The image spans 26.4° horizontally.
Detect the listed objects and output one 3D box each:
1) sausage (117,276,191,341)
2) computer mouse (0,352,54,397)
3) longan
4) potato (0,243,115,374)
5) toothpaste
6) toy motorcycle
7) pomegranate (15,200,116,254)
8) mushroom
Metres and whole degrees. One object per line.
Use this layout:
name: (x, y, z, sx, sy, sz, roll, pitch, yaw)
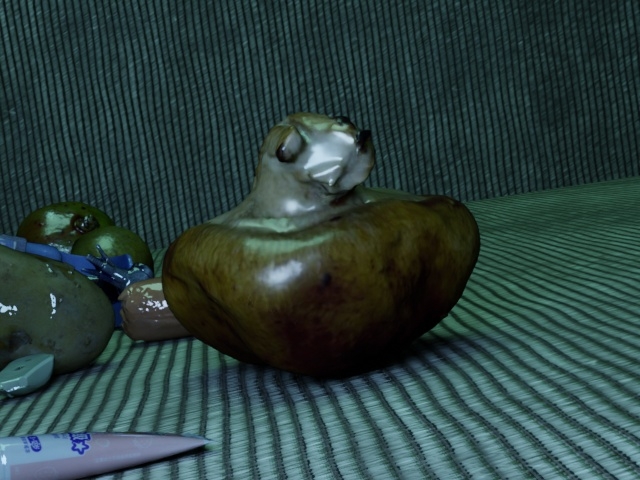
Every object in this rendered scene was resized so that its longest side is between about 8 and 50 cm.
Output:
sausage: (-0.121, 0.076, 1.794, 0.289, 0.086, 0.086, -8, 4, -4)
computer mouse: (-0.330, 0.156, 1.503, 0.056, 0.032, 0.110, -9, 12, 15)
longan: (-0.326, 0.055, 2.197, 0.176, 0.145, 0.155, 31, 27, 5)
potato: (-0.373, 0.079, 1.610, 0.262, 0.165, 0.165, 7, 3, -5)
toothpaste: (-0.180, 0.165, 1.051, 0.194, 0.043, 0.067, -4, -1, -27)
toy motorcycle: (-0.373, 0.065, 1.964, 0.358, 0.125, 0.212, 12, -12, -37)
pomegranate: (-0.455, 0.028, 2.388, 0.198, 0.198, 0.246, -12, 5, -38)
mushroom: (0.000, 0.000, 1.382, 0.345, 0.259, 0.345, -8, 5, 1)
